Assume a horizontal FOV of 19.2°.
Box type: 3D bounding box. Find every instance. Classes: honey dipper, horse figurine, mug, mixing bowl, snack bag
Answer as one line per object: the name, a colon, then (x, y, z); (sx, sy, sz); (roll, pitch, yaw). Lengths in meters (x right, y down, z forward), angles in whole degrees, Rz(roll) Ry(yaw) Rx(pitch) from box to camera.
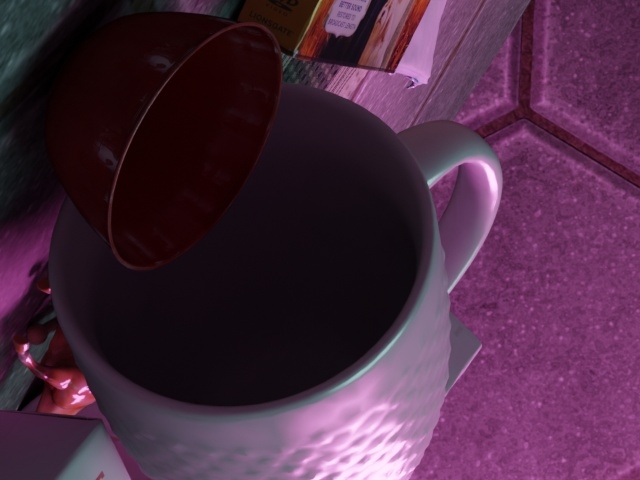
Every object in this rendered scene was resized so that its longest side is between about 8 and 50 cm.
honey dipper: (-0.211, 0.062, 1.631); (0.030, 0.030, 0.161); (-61, 170, 23)
horse figurine: (-0.171, 0.066, 1.565); (0.263, 0.066, 0.174); (-41, 150, -25)
mug: (0.000, 0.054, 1.460); (0.374, 0.276, 0.328); (-41, 152, -17)
mixing bowl: (-0.117, -0.082, 1.256); (0.181, 0.098, 0.181); (-47, 156, -29)
snack bag: (0.134, -0.323, 1.958); (0.323, 0.037, 0.342); (-19, 124, -81)

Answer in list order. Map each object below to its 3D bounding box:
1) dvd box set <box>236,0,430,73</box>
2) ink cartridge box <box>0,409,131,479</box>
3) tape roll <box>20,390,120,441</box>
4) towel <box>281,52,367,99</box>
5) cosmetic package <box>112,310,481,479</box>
dvd box set: (0.092, -0.340, 1.554); (0.420, 0.062, 0.307); (-63, 166, 9)
ink cartridge box: (-0.222, 0.358, 1.434); (0.279, 0.160, 0.384); (-53, 132, -43)
tape roll: (-0.181, 0.219, 1.737); (0.219, 0.219, 0.072); (-60, 173, 22)
towel: (-0.057, -0.124, 1.728); (0.324, 0.056, 0.312); (-54, 164, -9)
cosmetic package: (-0.087, 0.188, 1.845); (0.453, 0.230, 0.161); (-46, 177, 23)
